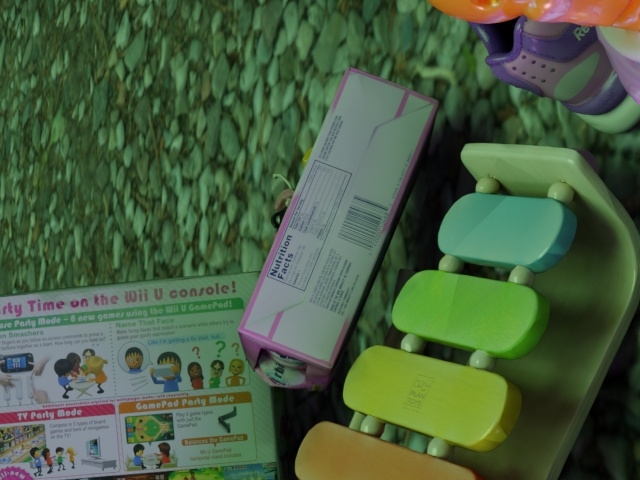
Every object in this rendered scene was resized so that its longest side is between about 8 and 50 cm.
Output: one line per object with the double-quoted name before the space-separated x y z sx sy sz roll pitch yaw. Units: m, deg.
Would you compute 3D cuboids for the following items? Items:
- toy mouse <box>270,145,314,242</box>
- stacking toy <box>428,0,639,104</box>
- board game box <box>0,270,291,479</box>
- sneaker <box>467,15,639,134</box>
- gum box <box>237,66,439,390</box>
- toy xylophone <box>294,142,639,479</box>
"toy mouse" 0.000 0.000 1.140 0.161 0.031 0.143 26 109 61
"stacking toy" 0.160 -0.088 0.560 0.175 0.302 0.165 -43 50 53
"board game box" -0.131 0.181 1.123 0.097 0.224 0.303 16 -111 -84
"sneaker" 0.112 -0.168 0.875 0.095 0.105 0.236 -56 39 46
"gum box" 0.009 0.001 0.979 0.107 0.062 0.188 92 -160 -76
"toy xylophone" 0.055 0.099 0.882 0.236 0.081 0.322 -6 57 59
